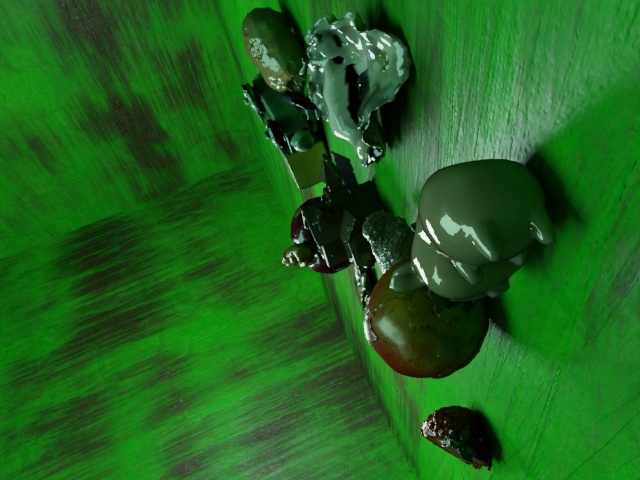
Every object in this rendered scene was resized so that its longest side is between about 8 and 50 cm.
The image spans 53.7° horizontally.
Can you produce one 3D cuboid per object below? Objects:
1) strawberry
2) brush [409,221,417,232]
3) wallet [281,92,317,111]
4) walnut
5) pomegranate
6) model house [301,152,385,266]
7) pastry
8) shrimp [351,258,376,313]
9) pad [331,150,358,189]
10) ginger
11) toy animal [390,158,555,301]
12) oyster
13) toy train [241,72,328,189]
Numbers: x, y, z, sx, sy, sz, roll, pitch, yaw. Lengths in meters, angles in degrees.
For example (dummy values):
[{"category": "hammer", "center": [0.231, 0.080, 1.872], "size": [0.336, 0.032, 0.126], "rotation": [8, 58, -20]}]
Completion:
[{"category": "strawberry", "center": [0.318, 0.432, 1.420], "size": [0.175, 0.107, 0.236], "rotation": [29, 167, 7]}, {"category": "brush", "center": [0.191, -0.008, 1.283], "size": [0.021, 0.018, 0.083], "rotation": [53, 165, 26]}, {"category": "wallet", "center": [-0.034, -0.346, 1.596], "size": [0.166, 0.111, 0.030], "rotation": [-129, 58, -68]}, {"category": "walnut", "center": [0.000, 0.000, 1.823], "size": [0.222, 0.244, 0.269], "rotation": [47, 180, 3]}, {"category": "pomegranate", "center": [0.179, 0.121, 1.051], "size": [0.210, 0.210, 0.235], "rotation": [63, 147, 28]}, {"category": "model house", "center": [0.049, -0.082, 1.448], "size": [0.176, 0.180, 0.248], "rotation": [-128, 15, -63]}, {"category": "pastry", "center": [0.173, 0.059, 1.227], "size": [0.265, 0.102, 0.112], "rotation": [58, 163, 0]}, {"category": "shrimp", "center": [0.143, 0.124, 1.856], "size": [0.360, 0.085, 0.247], "rotation": [-123, 19, -72]}, {"category": "pad", "center": [0.070, -0.178, 1.710], "size": [0.193, 0.004, 0.116], "rotation": [-135, 23, -70]}, {"category": "ginger", "center": [-0.116, -0.492, 1.616], "size": [0.138, 0.152, 0.267], "rotation": [-37, 68, 52]}, {"category": "toy animal", "center": [0.184, -0.008, 0.784], "size": [0.250, 0.166, 0.154], "rotation": [99, 158, -64]}, {"category": "oyster", "center": [0.069, -0.251, 1.109], "size": [0.238, 0.114, 0.351], "rotation": [53, 171, 31]}, {"category": "toy train", "center": [-0.100, -0.344, 1.893], "size": [0.397, 0.160, 0.253], "rotation": [60, 176, 42]}]
